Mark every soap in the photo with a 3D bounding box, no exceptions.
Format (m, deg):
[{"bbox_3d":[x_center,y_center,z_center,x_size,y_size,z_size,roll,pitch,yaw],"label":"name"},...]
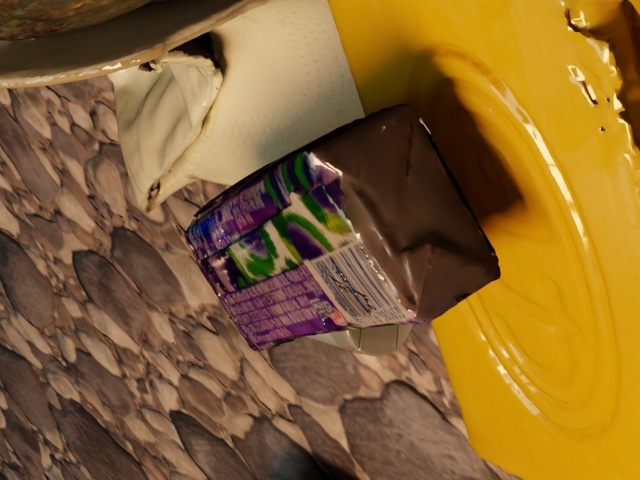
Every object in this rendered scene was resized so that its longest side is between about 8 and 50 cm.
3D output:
[{"bbox_3d":[0.121,-0.015,0.841,0.204,0.096,0.324,23,141,49],"label":"soap"}]

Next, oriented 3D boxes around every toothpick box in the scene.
[{"bbox_3d":[0.014,0.039,1.149,0.083,0.052,0.052,12,132,57],"label":"toothpick box"}]

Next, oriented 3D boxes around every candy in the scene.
[{"bbox_3d":[0.000,0.000,0.908,0.088,0.061,0.312,58,165,-4],"label":"candy"}]

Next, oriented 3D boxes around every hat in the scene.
[{"bbox_3d":[-0.109,-0.126,1.044,0.301,0.257,0.168,-6,77,37],"label":"hat"}]

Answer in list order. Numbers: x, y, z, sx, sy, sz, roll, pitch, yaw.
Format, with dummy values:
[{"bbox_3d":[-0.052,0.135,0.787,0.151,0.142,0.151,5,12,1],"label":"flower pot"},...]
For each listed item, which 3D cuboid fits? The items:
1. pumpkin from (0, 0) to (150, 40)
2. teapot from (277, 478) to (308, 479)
[{"bbox_3d":[-0.176,-0.250,0.878,0.327,0.257,0.291,38,165,46],"label":"pumpkin"},{"bbox_3d":[0.005,0.272,1.361,0.298,0.139,0.204,10,128,57],"label":"teapot"}]
